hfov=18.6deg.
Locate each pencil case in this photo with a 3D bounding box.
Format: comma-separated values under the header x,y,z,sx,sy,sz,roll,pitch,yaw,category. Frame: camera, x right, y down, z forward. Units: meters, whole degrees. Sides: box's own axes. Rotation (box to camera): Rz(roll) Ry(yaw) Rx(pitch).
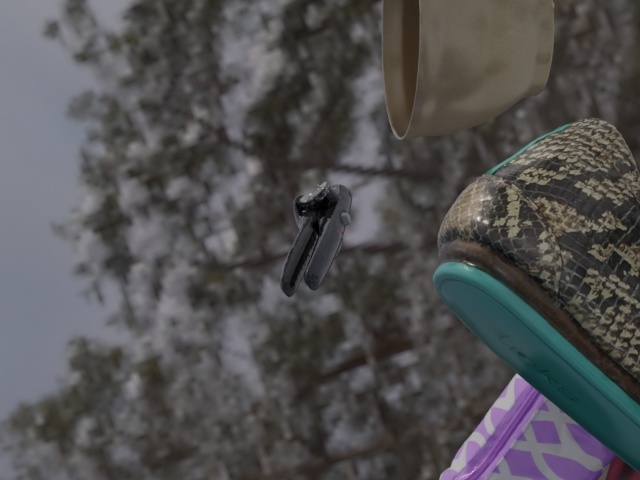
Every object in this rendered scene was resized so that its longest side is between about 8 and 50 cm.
x,y,z,sx,sy,sz,roll,pitch,yaw,category
0.158,0.102,1.244,0.088,0.206,0.086,18,-162,-50,pencil case

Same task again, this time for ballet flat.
x,y,z,sx,sy,sz,roll,pitch,yaw,category
0.268,0.126,1.153,0.483,0.182,0.164,51,163,-8,ballet flat

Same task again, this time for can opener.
x,y,z,sx,sy,sz,roll,pitch,yaw,category
0.000,0.000,1.860,0.073,0.059,0.186,58,-160,-16,can opener

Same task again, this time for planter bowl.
x,y,z,sx,sy,sz,roll,pitch,yaw,category
0.111,-0.156,1.453,0.162,0.109,0.162,179,90,-82,planter bowl

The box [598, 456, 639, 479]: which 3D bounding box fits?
x,y,z,sx,sy,sz,roll,pitch,yaw,category
0.267,0.201,1.334,0.148,0.232,0.127,-64,-15,-4,box
